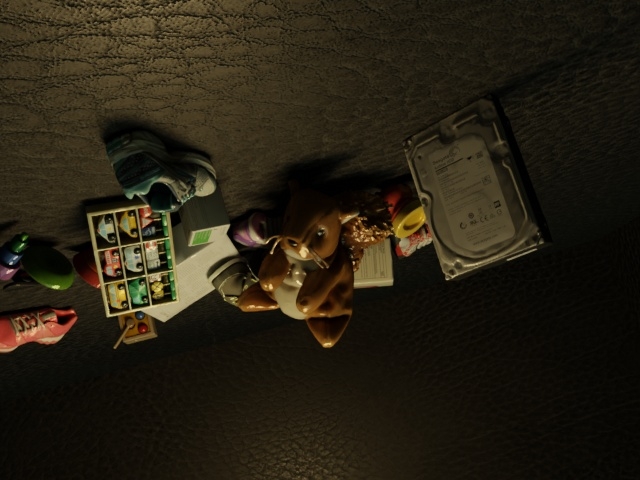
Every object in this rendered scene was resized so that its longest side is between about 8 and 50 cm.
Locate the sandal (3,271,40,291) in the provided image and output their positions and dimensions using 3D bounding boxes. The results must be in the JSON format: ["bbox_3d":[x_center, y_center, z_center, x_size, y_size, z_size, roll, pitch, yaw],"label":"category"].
[{"bbox_3d":[-0.739,0.099,1.710,0.067,0.040,0.179,-12,-179,7],"label":"sandal"}]

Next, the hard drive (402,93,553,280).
[{"bbox_3d":[0.327,-0.110,1.460,0.237,0.339,0.064,-25,161,35],"label":"hard drive"}]

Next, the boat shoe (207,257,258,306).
[{"bbox_3d":[-0.222,0.123,1.845,0.109,0.091,0.305,-36,168,-2],"label":"boat shoe"}]

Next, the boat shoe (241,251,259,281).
[{"bbox_3d":[-0.181,0.084,2.117,0.320,0.118,0.103,-8,158,-43],"label":"boat shoe"}]

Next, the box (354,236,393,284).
[{"bbox_3d":[0.123,0.080,2.262,0.232,0.149,0.127,-4,168,5],"label":"box"}]

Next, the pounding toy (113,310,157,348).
[{"bbox_3d":[-0.658,0.305,2.385,0.141,0.130,0.100,-14,166,-7],"label":"pounding toy"}]

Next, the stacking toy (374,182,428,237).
[{"bbox_3d":[0.310,-0.152,1.863,0.309,0.130,0.279,-2,134,-53],"label":"stacking toy"}]

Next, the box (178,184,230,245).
[{"bbox_3d":[-0.259,-0.055,1.504,0.087,0.102,0.101,-13,165,-21],"label":"box"}]

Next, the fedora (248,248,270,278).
[{"bbox_3d":[-0.081,0.105,1.976,0.243,0.275,0.124,-17,125,-27],"label":"fedora"}]

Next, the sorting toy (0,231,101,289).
[{"bbox_3d":[-0.563,0.026,1.527,0.126,0.127,0.365,-45,159,15],"label":"sorting toy"}]

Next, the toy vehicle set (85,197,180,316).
[{"bbox_3d":[-0.403,0.035,1.480,0.166,0.035,0.267,-12,123,-19],"label":"toy vehicle set"}]

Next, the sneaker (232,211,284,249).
[{"bbox_3d":[-0.153,-0.015,1.821,0.104,0.095,0.236,-15,163,26],"label":"sneaker"}]

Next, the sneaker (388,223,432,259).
[{"bbox_3d":[0.300,-0.027,2.283,0.145,0.090,0.270,-29,158,1],"label":"sneaker"}]

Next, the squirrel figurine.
[{"bbox_3d":[0.000,0.000,1.687,0.397,0.281,0.370,-44,150,-38],"label":"squirrel figurine"}]

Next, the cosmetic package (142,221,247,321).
[{"bbox_3d":[-0.353,0.074,1.749,0.284,0.097,0.377,-36,168,-7],"label":"cosmetic package"}]

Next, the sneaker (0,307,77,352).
[{"bbox_3d":[-0.862,0.245,2.029,0.136,0.116,0.314,-33,168,21],"label":"sneaker"}]

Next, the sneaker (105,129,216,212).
[{"bbox_3d":[-0.284,-0.101,1.254,0.110,0.122,0.283,-21,165,21],"label":"sneaker"}]
